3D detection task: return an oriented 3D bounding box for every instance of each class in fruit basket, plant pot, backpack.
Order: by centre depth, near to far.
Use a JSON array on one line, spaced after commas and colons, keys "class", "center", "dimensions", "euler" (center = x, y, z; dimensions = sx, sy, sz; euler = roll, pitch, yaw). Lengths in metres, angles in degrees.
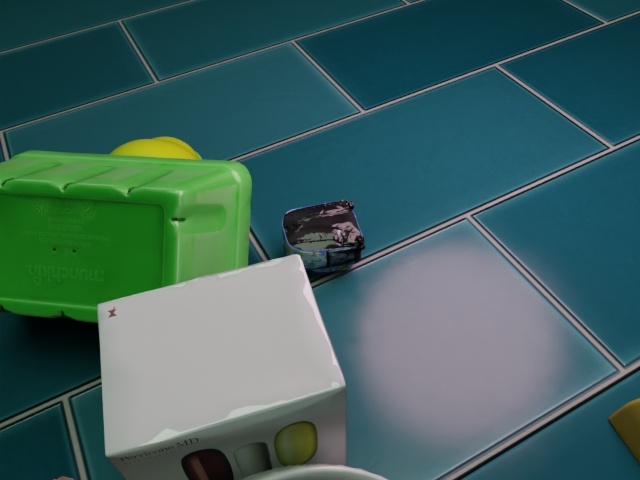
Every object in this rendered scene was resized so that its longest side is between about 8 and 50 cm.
[{"class": "plant pot", "center": [0.405, 0.212, 0.651], "dimensions": [0.081, 0.083, 0.081], "euler": [-17, 50, -10]}, {"class": "fruit basket", "center": [-0.276, -0.021, 0.833], "dimensions": [0.392, 0.283, 0.392], "euler": [3, 6, 0]}, {"class": "backpack", "center": [0.000, 0.000, 0.860], "dimensions": [0.114, 0.084, 0.105], "euler": [-6, 48, -9]}]

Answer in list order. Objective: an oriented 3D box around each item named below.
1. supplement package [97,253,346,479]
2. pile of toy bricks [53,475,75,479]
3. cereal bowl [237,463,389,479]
[{"class": "supplement package", "center": [-0.086, 0.152, 0.546], "dimensions": [0.194, 0.203, 0.149], "euler": [-14, 49, -9]}, {"class": "pile of toy bricks", "center": [-0.272, 0.349, 0.556], "dimensions": [0.118, 0.105, 0.212], "euler": [8, 50, 10]}, {"class": "cereal bowl", "center": [-0.027, 0.362, 0.464], "dimensions": [0.339, 0.141, 0.339], "euler": [9, 68, -23]}]
